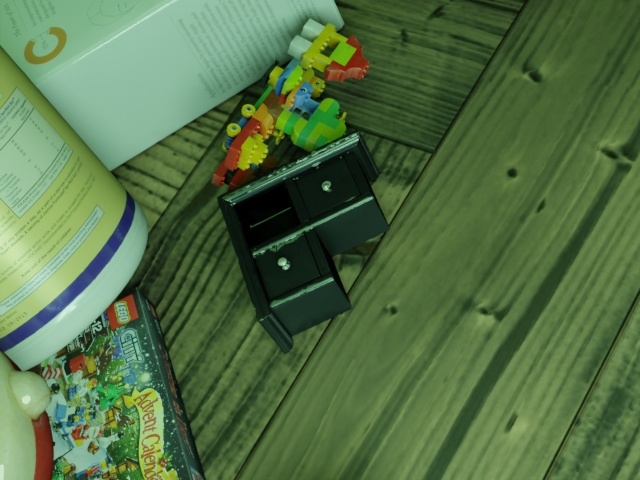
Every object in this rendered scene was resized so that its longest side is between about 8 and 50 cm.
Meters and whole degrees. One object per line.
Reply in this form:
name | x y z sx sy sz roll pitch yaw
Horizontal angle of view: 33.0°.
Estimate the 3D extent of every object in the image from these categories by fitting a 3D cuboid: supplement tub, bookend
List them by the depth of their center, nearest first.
supplement tub | -0.350 -0.057 1.022 0.241 0.331 0.241 -29 28 17
bookend | 0.000 0.000 1.039 0.156 0.072 0.157 -25 54 6

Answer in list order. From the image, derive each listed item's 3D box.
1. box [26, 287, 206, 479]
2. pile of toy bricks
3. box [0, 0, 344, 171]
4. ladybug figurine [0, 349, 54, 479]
box | -0.210 0.176 1.030 0.159 0.044 0.233 -27 53 5
pile of toy bricks | -0.018 -0.119 1.118 0.105 0.118 0.212 29 53 5
box | -0.185 -0.264 1.221 0.345 0.168 0.215 -31 53 1
ladybug figurine | -0.401 0.241 0.961 0.449 0.162 0.305 -29 64 17
